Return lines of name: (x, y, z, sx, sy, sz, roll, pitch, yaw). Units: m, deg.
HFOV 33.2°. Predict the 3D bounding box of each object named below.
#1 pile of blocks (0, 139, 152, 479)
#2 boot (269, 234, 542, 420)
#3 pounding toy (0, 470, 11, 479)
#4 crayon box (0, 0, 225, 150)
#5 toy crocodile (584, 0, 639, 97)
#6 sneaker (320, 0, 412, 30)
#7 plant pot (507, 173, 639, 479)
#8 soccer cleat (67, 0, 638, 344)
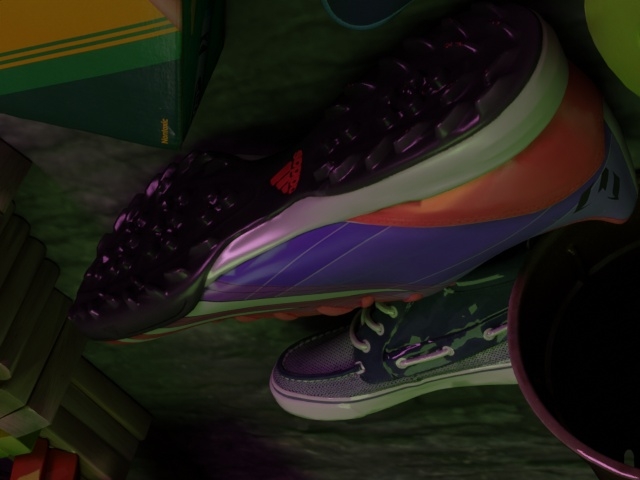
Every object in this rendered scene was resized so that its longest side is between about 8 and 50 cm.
pile of blocks: (-0.228, 0.072, 0.680, 0.149, 0.112, 0.362, 3, 137, 14)
boot: (0.046, 0.042, 0.607, 0.190, 0.069, 0.086, -15, 124, 20)
pounding toy: (-0.304, 0.236, 0.783, 0.154, 0.154, 0.269, 17, 168, -16)
crayon box: (-0.119, -0.171, 0.398, 0.165, 0.081, 0.278, 12, 139, 3)
toy crocodile: (0.113, -0.145, 0.339, 0.105, 0.115, 0.340, 35, 163, 48)
sneaker: (0.037, -0.128, 0.416, 0.053, 0.059, 0.144, 25, 139, -14)
plant pot: (0.193, 0.078, 0.531, 0.167, 0.167, 0.165, -6, 142, 23)
soccer cleat: (0.000, 0.000, 0.540, 0.318, 0.108, 0.116, -25, 129, 34)
